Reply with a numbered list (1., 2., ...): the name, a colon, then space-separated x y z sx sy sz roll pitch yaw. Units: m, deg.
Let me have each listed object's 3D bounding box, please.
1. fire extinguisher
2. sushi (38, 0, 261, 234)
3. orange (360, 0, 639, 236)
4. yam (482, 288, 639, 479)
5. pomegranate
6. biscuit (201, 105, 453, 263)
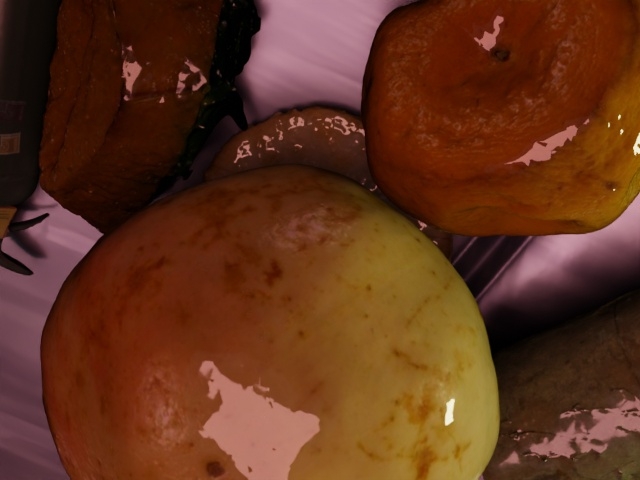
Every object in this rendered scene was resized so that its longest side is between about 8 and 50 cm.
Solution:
1. fire extinguisher: -0.247 -0.123 1.425 0.114 0.095 0.311 4 108 -27
2. sushi: -0.123 -0.118 1.396 0.149 0.140 0.287 23 111 40
3. orange: 0.154 -0.109 1.347 0.249 0.183 0.249 -12 61 24
4. yam: 0.247 0.118 1.414 0.268 0.161 0.161 -26 102 14
5. pomegranate: -0.029 0.101 1.347 0.343 0.342 0.342 1 106 5
6. biscuit: 0.000 0.000 1.468 0.220 0.033 0.219 2 109 5
